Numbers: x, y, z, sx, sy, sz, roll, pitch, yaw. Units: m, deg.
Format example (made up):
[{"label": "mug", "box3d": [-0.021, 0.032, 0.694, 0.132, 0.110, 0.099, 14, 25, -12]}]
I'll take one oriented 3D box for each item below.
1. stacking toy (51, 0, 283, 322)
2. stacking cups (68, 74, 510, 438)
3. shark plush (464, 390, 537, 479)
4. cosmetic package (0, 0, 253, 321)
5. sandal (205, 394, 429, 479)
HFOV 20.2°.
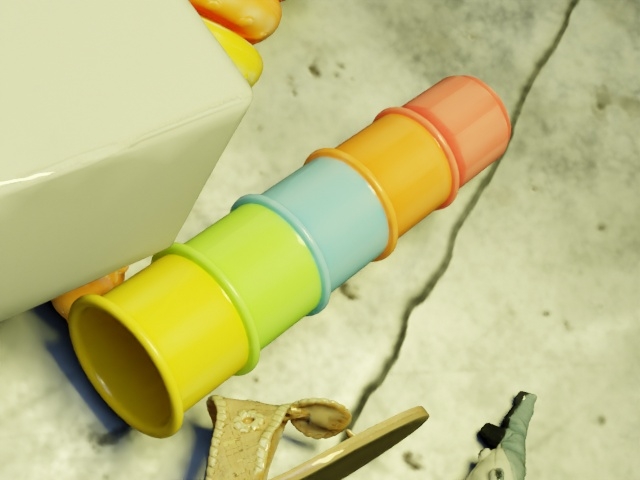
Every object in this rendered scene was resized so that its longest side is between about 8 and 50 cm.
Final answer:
[{"label": "stacking toy", "box3d": [-0.106, -0.094, 1.080, 0.165, 0.175, 0.302, 15, 84, 18]}, {"label": "stacking cups", "box3d": [0.000, 0.000, 1.089, 0.316, 0.096, 0.096, -33, 83, -31]}, {"label": "shark plush", "box3d": [0.111, 0.171, 1.110, 0.067, 0.073, 0.161, 29, 42, -27]}, {"label": "cosmetic package", "box3d": [-0.264, -0.172, 0.938, 0.230, 0.161, 0.453, -24, 71, -33]}, {"label": "sandal", "box3d": [-0.054, 0.129, 1.040, 0.240, 0.088, 0.079, -30, 75, -18]}]
